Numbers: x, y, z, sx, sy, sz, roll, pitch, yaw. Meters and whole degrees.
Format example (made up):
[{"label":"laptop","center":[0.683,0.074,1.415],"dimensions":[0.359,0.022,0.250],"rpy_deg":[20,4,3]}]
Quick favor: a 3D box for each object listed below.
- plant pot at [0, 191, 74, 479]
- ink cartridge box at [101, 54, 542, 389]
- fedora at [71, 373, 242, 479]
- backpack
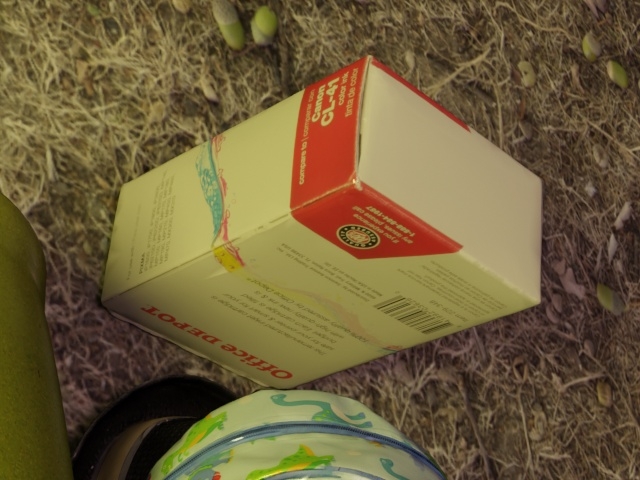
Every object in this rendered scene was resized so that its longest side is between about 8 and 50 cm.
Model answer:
[{"label":"plant pot","center":[-0.299,0.138,0.887],"dimensions":[0.366,0.366,0.353],"rpy_deg":[33,41,-35]},{"label":"ink cartridge box","center":[0.000,0.000,1.264],"dimensions":[0.226,0.306,0.131],"rpy_deg":[31,53,-36]},{"label":"fedora","center":[-0.053,0.259,1.217],"dimensions":[0.334,0.152,0.334],"rpy_deg":[21,60,-41]},{"label":"backpack","center":[-0.040,0.274,1.007],"dimensions":[0.290,0.273,0.355],"rpy_deg":[31,93,-15]}]
